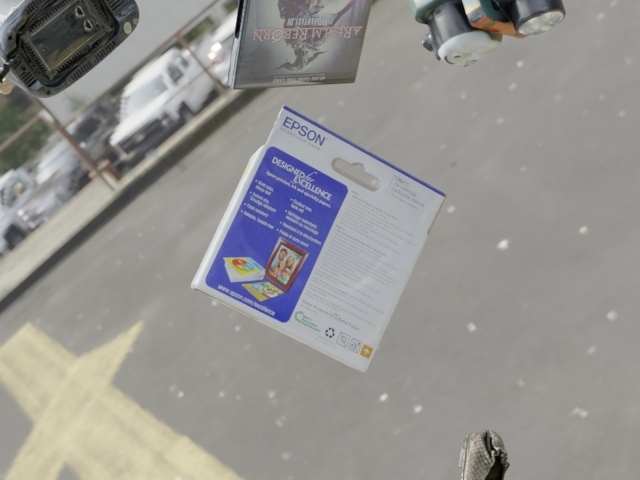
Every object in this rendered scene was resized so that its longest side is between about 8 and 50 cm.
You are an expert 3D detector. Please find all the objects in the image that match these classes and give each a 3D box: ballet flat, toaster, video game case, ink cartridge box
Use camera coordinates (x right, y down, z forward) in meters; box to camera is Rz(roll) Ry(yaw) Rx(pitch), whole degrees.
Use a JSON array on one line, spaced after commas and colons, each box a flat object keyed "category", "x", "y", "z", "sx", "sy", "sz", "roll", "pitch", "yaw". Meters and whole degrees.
[{"category": "ballet flat", "x": 0.210, "y": 0.365, "z": 1.448, "sx": 0.058, "sy": 0.084, "sz": 0.249, "roll": -13, "pitch": 52, "yaw": 36}, {"category": "toaster", "x": -0.358, "y": -0.279, "z": 1.438, "sx": 0.227, "sy": 0.129, "sz": 0.146, "roll": -45, "pitch": 42, "yaw": -17}, {"category": "video game case", "x": -0.015, "y": -0.333, "z": 1.489, "sx": 0.196, "sy": 0.274, "sz": 0.026, "roll": -7, "pitch": 36, "yaw": -28}, {"category": "ink cartridge box", "x": 0.000, "y": 0.000, "z": 1.707, "sx": 0.307, "sy": 0.304, "sz": 0.072, "roll": -65, "pitch": 15, "yaw": -11}]

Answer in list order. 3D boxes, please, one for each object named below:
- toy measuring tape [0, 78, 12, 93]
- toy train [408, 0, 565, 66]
[{"category": "toy measuring tape", "x": -0.579, "y": -0.218, "z": 1.512, "sx": 0.121, "sy": 0.330, "sz": 0.121, "roll": -11, "pitch": 72, "yaw": 37}, {"category": "toy train", "x": 0.150, "y": -0.347, "z": 1.160, "sx": 0.142, "sy": 0.333, "sz": 0.190, "roll": -2, "pitch": -19, "yaw": -45}]
